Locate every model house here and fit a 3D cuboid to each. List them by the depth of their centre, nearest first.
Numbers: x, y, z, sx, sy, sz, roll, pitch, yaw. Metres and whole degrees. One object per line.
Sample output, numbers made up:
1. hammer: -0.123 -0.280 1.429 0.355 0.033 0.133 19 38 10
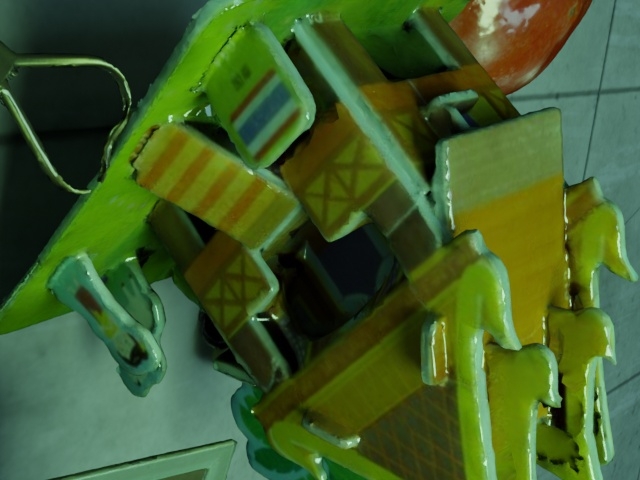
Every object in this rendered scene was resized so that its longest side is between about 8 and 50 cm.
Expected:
1. model house: 0.003 0.068 0.628 0.242 0.313 0.357 -16 159 -49

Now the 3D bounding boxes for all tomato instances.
1. tomato: 0.128 -0.219 0.870 0.232 0.188 0.232 -24 123 -44

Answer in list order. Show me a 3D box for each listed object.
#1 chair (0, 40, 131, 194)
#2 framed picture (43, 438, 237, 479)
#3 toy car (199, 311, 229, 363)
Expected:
1. chair: -0.248 0.022 0.479 0.160 0.170 0.326 40 69 -32
2. framed picture: -0.164 0.234 0.561 0.216 0.016 0.273 -3 119 -44
3. toy car: 0.000 0.000 0.844 0.101 0.124 0.257 13 93 -53
